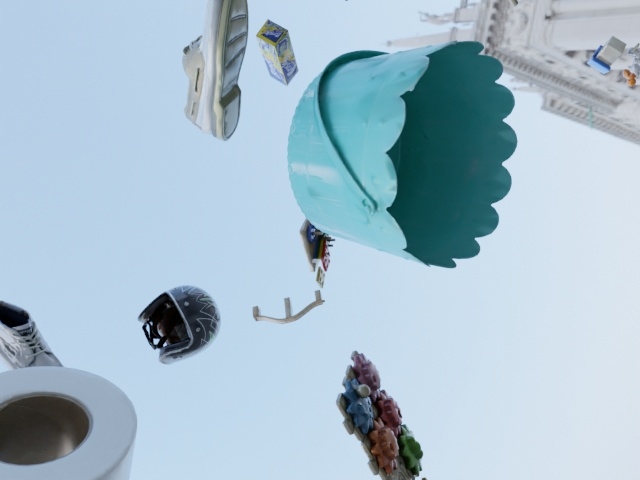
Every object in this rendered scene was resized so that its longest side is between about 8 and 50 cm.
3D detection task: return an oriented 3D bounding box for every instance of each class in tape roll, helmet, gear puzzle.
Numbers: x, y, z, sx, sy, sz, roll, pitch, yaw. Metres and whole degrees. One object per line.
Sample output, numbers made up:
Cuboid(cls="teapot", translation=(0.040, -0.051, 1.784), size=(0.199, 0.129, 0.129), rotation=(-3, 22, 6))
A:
Cuboid(cls="tape roll", translation=(-0.376, 0.306, 0.683), size=(0.246, 0.246, 0.169), rotation=(-4, -63, -40))
Cuboid(cls="helmet", translation=(-0.299, 0.178, 1.152), size=(0.161, 0.169, 0.169), rotation=(-37, -51, 3))
Cuboid(cls="gear puzzle", translation=(0.137, 0.356, 0.881), size=(0.339, 0.044, 0.175), rotation=(60, -158, -10))

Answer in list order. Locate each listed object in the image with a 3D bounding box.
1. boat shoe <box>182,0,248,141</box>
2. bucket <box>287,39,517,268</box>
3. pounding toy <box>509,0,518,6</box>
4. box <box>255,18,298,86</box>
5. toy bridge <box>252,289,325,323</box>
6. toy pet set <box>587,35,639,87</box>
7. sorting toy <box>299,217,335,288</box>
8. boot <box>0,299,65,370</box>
Cuboid(cls="boat shoe", translation=(-0.205, -0.332, 0.972), size=(0.113, 0.103, 0.303), rotation=(-59, -13, -50))
Cuboid(cls="bucket", translation=(0.104, -0.109, 0.661), size=(0.281, 0.183, 0.282), rotation=(-14, -70, -45))
Cuboid(cls="pounding toy", translation=(0.263, -0.454, 0.791), size=(0.141, 0.130, 0.100), rotation=(48, -116, -75))
Cuboid(cls="box", translation=(-0.101, -0.444, 1.249), size=(0.054, 0.059, 0.169), rotation=(-55, -14, -8))
Cuboid(cls="toy bridge", translation=(-0.079, 0.175, 1.311), size=(0.188, 0.063, 0.026), rotation=(-15, -41, 7))
Cuboid(cls="toy pet set", translation=(0.607, -0.350, 1.058), size=(0.122, 0.114, 0.065), rotation=(-50, -8, -30))
Cuboid(cls="sorting toy", translation=(0.000, 0.000, 1.381), size=(0.132, 0.046, 0.275), rotation=(-65, -32, -51))
Cuboid(cls="boot", translation=(-0.660, 0.239, 1.169), size=(0.095, 0.258, 0.124), rotation=(-40, -25, -54))
